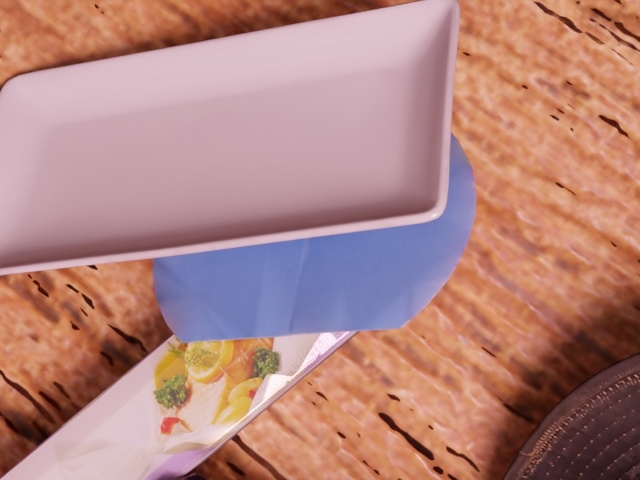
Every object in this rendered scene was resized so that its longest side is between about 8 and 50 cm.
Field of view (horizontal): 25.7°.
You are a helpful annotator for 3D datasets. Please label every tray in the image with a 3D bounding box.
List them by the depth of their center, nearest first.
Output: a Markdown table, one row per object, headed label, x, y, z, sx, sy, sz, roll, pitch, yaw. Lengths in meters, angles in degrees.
| label | x | y | z | sx | sy | sz | roll | pitch | yaw |
| --- | --- | --- | --- | --- | --- | --- | --- | --- | --- |
| tray | -0.059 | -0.045 | 0.720 | 0.270 | 0.030 | 0.145 | -7 | 52 | 20 |

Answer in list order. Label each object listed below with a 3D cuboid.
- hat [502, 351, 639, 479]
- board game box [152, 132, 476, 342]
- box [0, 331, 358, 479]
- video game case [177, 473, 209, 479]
| label | x | y | z | sx | sy | sz | roll | pitch | yaw |
| --- | --- | --- | --- | --- | --- | --- | --- | --- | --- |
| hat | 0.216 | 0.215 | 0.650 | 0.331 | 0.134 | 0.331 | 8 | 111 | 22 |
| board game box | 0.000 | 0.000 | 0.701 | 0.169 | 0.033 | 0.133 | -5 | 52 | 21 |
| box | -0.097 | 0.107 | 0.756 | 0.324 | 0.067 | 0.063 | -40 | 84 | 1 |
| video game case | -0.002 | 0.256 | 0.693 | 0.232 | 0.042 | 0.210 | 21 | 106 | 24 |
